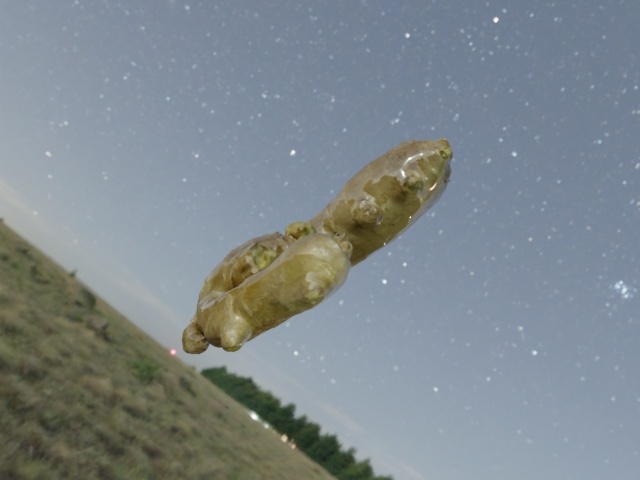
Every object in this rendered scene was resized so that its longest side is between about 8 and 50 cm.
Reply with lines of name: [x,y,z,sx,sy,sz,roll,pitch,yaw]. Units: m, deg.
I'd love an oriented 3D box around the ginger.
ginger: [0.000,0.000,0.397,0.052,0.176,0.193,60,14,-1]
